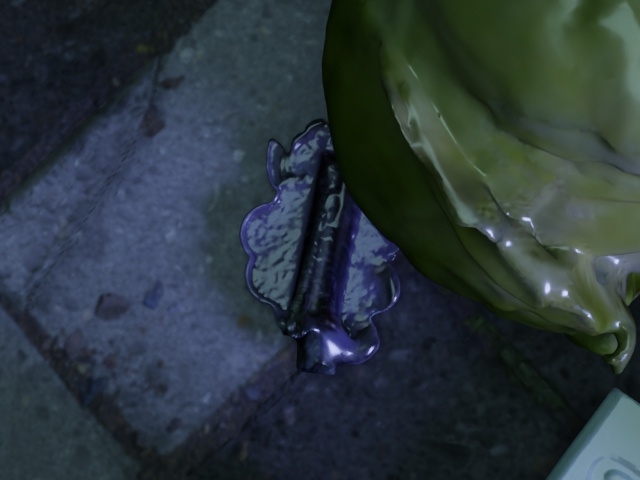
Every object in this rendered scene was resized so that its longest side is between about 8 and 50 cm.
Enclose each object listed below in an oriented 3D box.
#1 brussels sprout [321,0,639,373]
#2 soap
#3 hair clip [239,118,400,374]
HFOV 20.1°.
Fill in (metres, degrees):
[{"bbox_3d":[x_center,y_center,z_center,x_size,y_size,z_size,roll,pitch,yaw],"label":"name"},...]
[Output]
[{"bbox_3d":[0.189,-0.165,1.164,0.425,0.342,0.361,-44,86,-10],"label":"brussels sprout"},{"bbox_3d":[0.195,0.216,1.261,0.119,0.066,0.198,36,89,12],"label":"soap"},{"bbox_3d":[0.001,0.000,1.324,0.124,0.052,0.195,6,79,3],"label":"hair clip"}]
